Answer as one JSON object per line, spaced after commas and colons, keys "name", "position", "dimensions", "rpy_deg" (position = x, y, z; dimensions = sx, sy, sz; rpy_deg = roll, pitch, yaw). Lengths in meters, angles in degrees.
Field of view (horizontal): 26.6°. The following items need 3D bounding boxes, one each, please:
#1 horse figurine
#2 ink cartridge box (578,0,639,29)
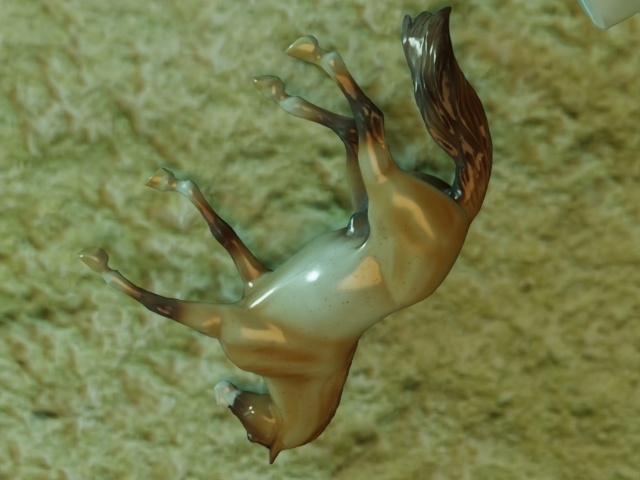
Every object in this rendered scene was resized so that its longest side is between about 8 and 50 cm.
{"name": "horse figurine", "position": [0.000, 0.000, 0.721], "dimensions": [0.174, 0.066, 0.263], "rpy_deg": [44, 111, -10]}
{"name": "ink cartridge box", "position": [0.132, -0.207, 0.586], "dimensions": [0.128, 0.127, 0.176], "rpy_deg": [-26, 110, 13]}
